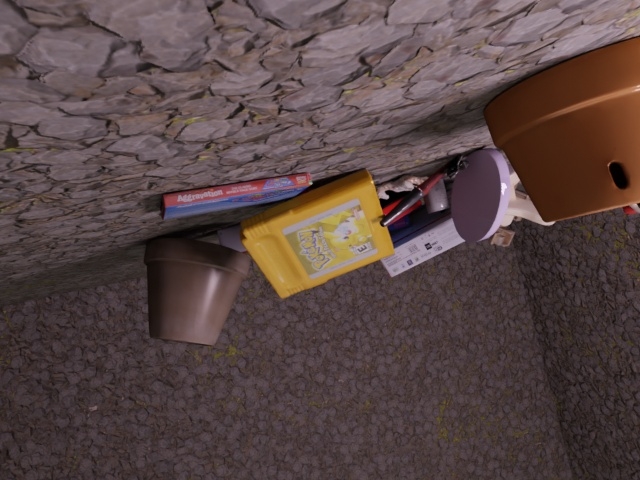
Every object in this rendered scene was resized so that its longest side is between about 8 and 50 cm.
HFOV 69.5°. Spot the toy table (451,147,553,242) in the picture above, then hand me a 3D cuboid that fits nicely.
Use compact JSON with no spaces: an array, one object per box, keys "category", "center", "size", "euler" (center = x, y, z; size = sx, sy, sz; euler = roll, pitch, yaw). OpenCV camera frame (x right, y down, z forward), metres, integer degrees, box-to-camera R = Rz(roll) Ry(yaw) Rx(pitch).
[{"category":"toy table","center":[0.457,-0.121,1.176],"size":[0.161,0.252,0.274],"euler":[-14,152,-16]}]

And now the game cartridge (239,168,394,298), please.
[{"category":"game cartridge","center":[0.000,0.000,1.107],"size":[0.324,0.052,0.285],"euler":[-24,138,3]}]

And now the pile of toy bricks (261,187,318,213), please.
[{"category":"pile of toy bricks","center":[-0.083,-0.057,1.136],"size":[0.212,0.118,0.105],"euler":[-16,160,33]}]

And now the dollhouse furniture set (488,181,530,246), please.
[{"category":"dollhouse furniture set","center":[0.583,-0.126,1.647],"size":[0.356,0.303,0.174],"euler":[-8,-148,-45]}]

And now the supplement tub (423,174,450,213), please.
[{"category":"supplement tub","center":[0.343,-0.139,1.389],"size":[0.071,0.107,0.071],"euler":[-13,177,-1]}]

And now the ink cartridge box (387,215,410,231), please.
[{"category":"ink cartridge box","center":[0.204,-0.078,1.578],"size":[0.186,0.065,0.311],"euler":[-15,-168,10]}]

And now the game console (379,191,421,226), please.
[{"category":"game console","center":[0.086,-0.050,1.411],"size":[0.387,0.060,0.342],"euler":[-28,-169,-38]}]

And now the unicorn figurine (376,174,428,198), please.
[{"category":"unicorn figurine","center":[0.222,-0.149,1.271],"size":[0.111,0.060,0.162],"euler":[-2,160,-22]}]

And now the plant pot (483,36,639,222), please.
[{"category":"plant pot","center":[0.423,-0.148,0.702],"size":[0.291,0.203,0.291],"euler":[-14,176,-1]}]

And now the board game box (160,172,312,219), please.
[{"category":"board game box","center":[-0.171,-0.088,0.923],"size":[0.282,0.027,0.145],"euler":[-12,178,-22]}]

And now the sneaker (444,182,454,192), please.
[{"category":"sneaker","center":[0.483,-0.131,1.770],"size":[0.102,0.146,0.293],"euler":[-13,176,-1]}]

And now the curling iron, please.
[{"category":"curling iron","center":[0.243,-0.122,1.088],"size":[0.274,0.035,0.068],"euler":[-36,-174,-11]}]

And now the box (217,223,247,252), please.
[{"category":"box","center":[-0.238,-0.006,1.535],"size":[0.130,0.090,0.170],"euler":[-14,177,20]}]

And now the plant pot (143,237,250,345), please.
[{"category":"plant pot","center":[-0.396,0.169,1.410],"size":[0.323,0.280,0.323],"euler":[7,164,2]}]

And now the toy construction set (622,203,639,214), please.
[{"category":"toy construction set","center":[0.663,-0.203,1.071],"size":[0.237,0.257,0.309],"euler":[8,-173,-26]}]

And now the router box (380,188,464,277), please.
[{"category":"router box","center":[0.357,-0.044,1.485],"size":[0.336,0.082,0.301],"euler":[-29,-168,20]}]
